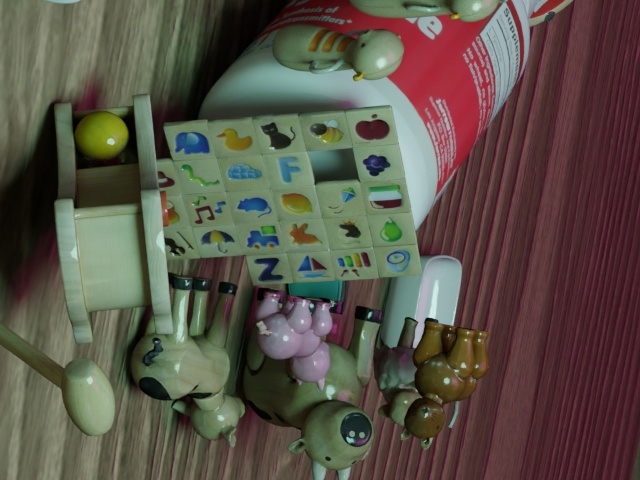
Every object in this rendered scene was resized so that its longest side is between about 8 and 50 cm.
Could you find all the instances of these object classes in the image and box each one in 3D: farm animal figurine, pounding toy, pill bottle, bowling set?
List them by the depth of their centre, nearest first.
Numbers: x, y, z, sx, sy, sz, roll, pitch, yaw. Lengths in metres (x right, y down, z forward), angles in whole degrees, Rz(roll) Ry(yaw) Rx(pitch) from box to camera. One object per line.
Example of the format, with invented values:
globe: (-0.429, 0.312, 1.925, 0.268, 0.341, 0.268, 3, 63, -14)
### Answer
pounding toy: (-0.191, 0.000, 1.370, 0.154, 0.155, 0.269, 89, -7, -48)
bowling set: (0.074, -0.270, 1.534, 0.287, 0.154, 0.199, -42, 128, -34)
farm animal figurine: (-0.019, 0.139, 1.729, 0.327, 0.330, 0.172, -175, -84, -84)
pill bottle: (0.066, -0.169, 1.764, 0.407, 0.229, 0.229, -54, 145, -45)

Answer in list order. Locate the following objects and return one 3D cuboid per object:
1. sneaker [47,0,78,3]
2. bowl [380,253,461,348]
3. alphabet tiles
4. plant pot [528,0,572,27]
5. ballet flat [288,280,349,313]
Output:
sneaker: (-0.185, -0.299, 1.289, 0.105, 0.115, 0.281, -46, 140, -51)
bowl: (0.120, 0.084, 2.207, 0.142, 0.053, 0.142, 8, 93, -65)
alphabet tiles: (-0.040, -0.033, 1.587, 0.009, 0.237, 0.198, -83, 165, -45)
plant pot: (0.204, -0.340, 1.979, 0.191, 0.174, 0.191, -29, 153, -16)
ballet flat: (0.000, 0.000, 1.888, 0.074, 0.074, 0.203, -51, 141, -47)
